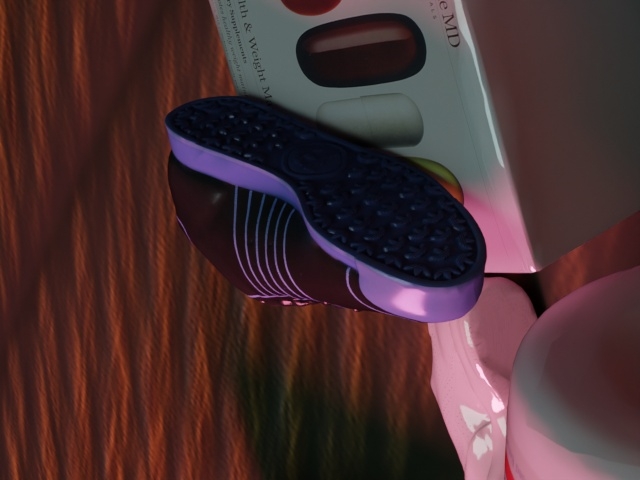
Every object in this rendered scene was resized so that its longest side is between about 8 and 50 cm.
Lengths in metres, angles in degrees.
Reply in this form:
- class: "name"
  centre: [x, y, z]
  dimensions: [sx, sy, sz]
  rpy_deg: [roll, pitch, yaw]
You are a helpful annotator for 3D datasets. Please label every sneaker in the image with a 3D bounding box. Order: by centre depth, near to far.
- class: "sneaker"
  centre: [0.000, 0.000, 0.787]
  dimensions: [0.232, 0.081, 0.090]
  rpy_deg: [33, 138, 42]
- class: "sneaker"
  centre: [0.114, 0.123, 0.982]
  dimensions: [0.094, 0.080, 0.212]
  rpy_deg: [5, 108, 60]

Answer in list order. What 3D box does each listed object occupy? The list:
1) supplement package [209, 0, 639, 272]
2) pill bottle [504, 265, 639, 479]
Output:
- class: "supplement package"
  centre: [0.069, -0.095, 0.832]
  dimensions: [0.203, 0.149, 0.194]
  rpy_deg: [-1, 111, 50]
- class: "pill bottle"
  centre: [0.210, 0.235, 0.800]
  dimensions: [0.229, 0.229, 0.407]
  rpy_deg: [24, 128, 39]
